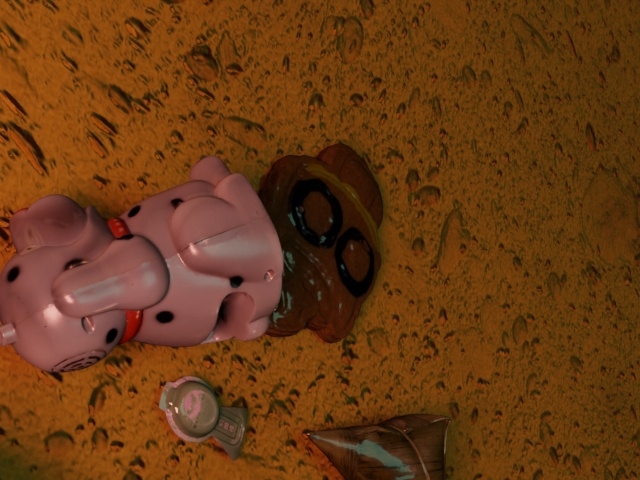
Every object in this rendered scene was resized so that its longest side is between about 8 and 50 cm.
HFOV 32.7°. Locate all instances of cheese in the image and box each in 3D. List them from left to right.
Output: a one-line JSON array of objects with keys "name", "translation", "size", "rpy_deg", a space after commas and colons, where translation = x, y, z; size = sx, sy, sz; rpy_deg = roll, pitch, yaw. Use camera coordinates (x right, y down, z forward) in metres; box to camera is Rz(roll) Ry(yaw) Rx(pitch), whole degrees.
[{"name": "cheese", "translation": [-0.120, 0.182, 1.132], "size": [0.120, 0.026, 0.067], "rpy_deg": [37, 55, -39]}]

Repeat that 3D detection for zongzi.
[{"name": "zongzi", "translation": [0.071, 0.312, 1.276], "size": [0.204, 0.094, 0.205], "rpy_deg": [3, 79, -45]}]

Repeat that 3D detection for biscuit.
[{"name": "biscuit", "translation": [0.000, 0.000, 1.309], "size": [0.208, 0.041, 0.290], "rpy_deg": [51, 46, -27]}]

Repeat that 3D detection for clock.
[{"name": "clock", "translation": [-0.185, 0.038, 1.006], "size": [0.253, 0.189, 0.189], "rpy_deg": [-15, 92, -35]}]
